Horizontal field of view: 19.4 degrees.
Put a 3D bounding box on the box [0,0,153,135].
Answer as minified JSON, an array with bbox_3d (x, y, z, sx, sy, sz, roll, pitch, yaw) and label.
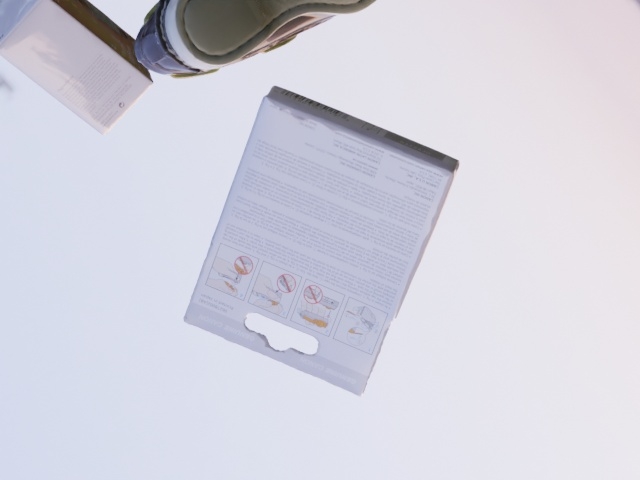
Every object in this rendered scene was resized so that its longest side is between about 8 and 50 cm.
[{"bbox_3d":[-0.293,-0.227,2.196,0.170,0.091,0.130,39,-166,-27],"label":"box"}]

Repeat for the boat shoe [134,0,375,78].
[{"bbox_3d":[-0.035,-0.177,1.314,0.228,0.068,0.081,-30,-81,-38],"label":"boat shoe"}]

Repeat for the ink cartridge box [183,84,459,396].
[{"bbox_3d":[0.000,0.000,1.645,0.181,0.225,0.056,23,-161,6],"label":"ink cartridge box"}]
